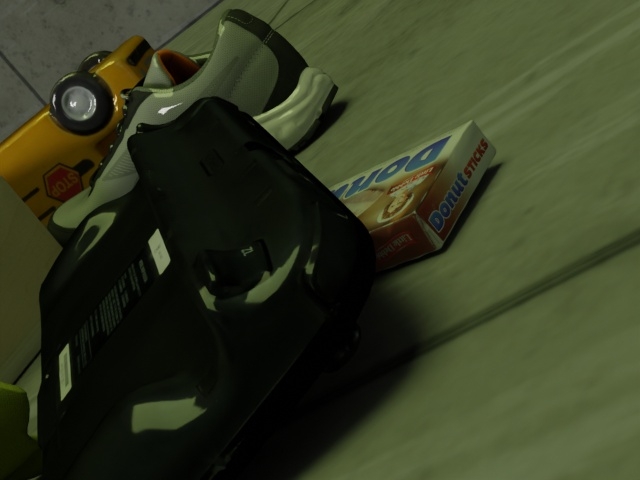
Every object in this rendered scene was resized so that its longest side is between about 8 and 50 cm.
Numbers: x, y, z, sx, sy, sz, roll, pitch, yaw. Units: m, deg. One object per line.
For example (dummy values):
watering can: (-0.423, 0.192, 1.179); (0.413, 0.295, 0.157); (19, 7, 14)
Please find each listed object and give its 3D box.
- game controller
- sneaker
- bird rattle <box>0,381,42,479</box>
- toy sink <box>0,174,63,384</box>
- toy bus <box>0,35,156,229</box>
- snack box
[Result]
game controller: (-0.068, 0.024, 0.514); (0.166, 0.067, 0.319); (-59, 19, 7)
sneaker: (-0.113, -0.075, 0.843); (0.271, 0.108, 0.100); (-31, 19, 32)
bird rattle: (-0.260, 0.110, 0.528); (0.254, 0.207, 0.143); (-25, 1, 17)
toy sink: (-0.318, 0.067, 0.854); (0.234, 0.131, 0.153); (-26, 20, 34)
toy bus: (-0.254, -0.030, 0.994); (0.333, 0.130, 0.108); (-36, 15, 13)
snack box: (0.000, 0.000, 0.528); (0.178, 0.022, 0.064); (-23, 24, 47)
